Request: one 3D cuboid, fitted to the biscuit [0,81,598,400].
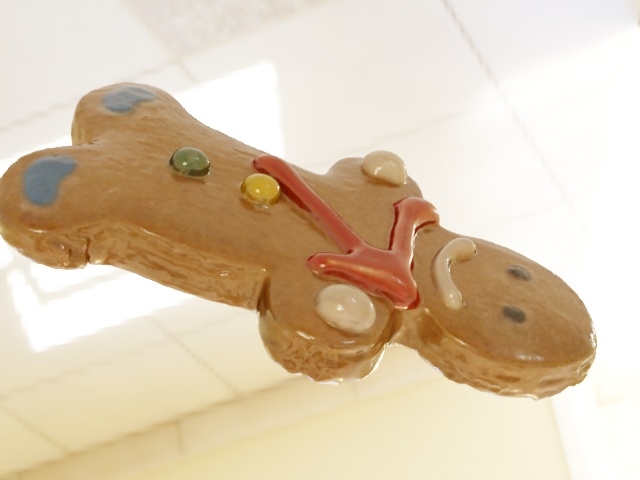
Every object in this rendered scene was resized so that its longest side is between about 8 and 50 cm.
[{"bbox_3d":[0.001,-0.002,1.007,0.324,0.205,0.049,25,122,3],"label":"biscuit"}]
